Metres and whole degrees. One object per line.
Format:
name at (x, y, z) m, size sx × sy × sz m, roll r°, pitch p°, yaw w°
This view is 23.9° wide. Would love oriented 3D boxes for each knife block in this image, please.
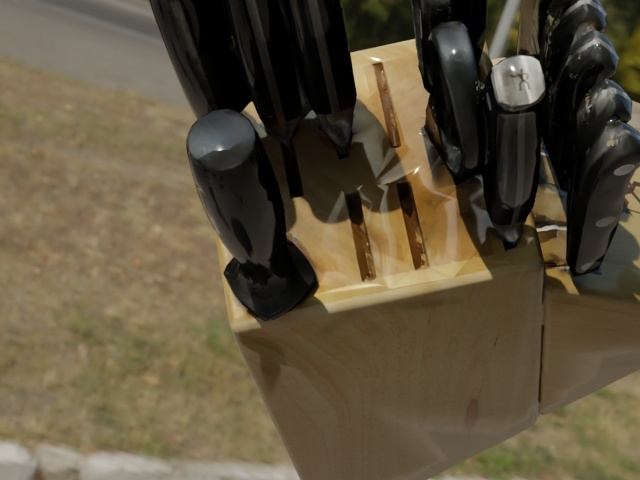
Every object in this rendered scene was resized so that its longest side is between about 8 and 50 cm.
knife block at (0.000, 0.000, 0.494) m, size 0.242 × 0.276 × 0.088 m, roll 12°, pitch 56°, yaw -37°
